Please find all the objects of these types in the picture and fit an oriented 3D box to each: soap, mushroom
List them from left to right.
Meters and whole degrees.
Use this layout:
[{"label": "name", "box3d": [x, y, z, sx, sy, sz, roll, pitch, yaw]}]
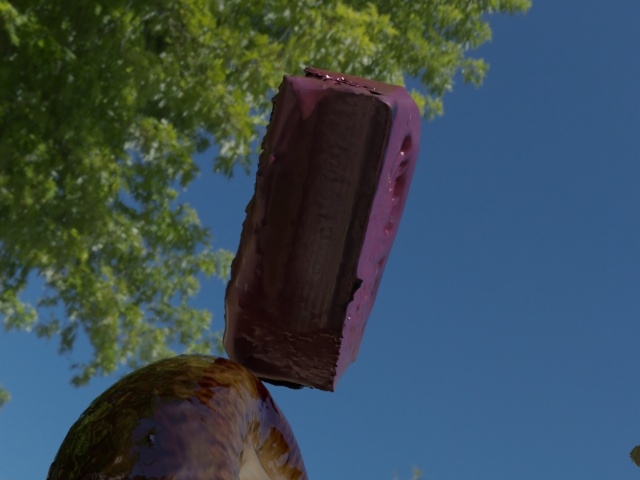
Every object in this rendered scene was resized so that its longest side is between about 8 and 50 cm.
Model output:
[{"label": "mushroom", "box3d": [-0.038, 0.255, 0.652, 0.356, 0.331, 0.334, -4, -62, 26]}, {"label": "soap", "box3d": [0.000, 0.000, 0.832, 0.127, 0.220, 0.325, 18, -75, 11]}]

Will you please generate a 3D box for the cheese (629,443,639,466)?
[{"label": "cheese", "box3d": [0.465, 0.378, 1.052, 0.127, 0.233, 0.266, 14, -73, -19]}]
